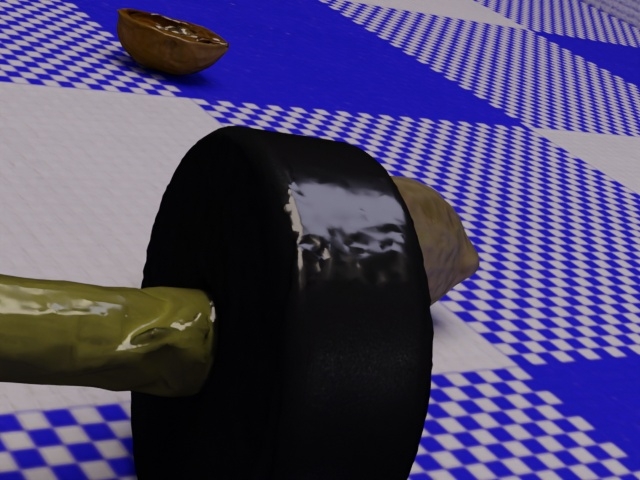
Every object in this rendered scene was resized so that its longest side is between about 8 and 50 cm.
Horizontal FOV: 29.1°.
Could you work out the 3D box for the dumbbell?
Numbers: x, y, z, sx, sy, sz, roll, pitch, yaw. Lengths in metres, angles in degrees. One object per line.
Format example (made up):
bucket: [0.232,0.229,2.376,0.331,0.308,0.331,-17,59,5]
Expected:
dumbbell: [-0.135,0.038,0.521,0.322,0.204,0.204,7,24,-26]

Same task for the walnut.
walnut: [-0.159,-0.201,1.284,0.121,0.052,0.091,17,20,-9]

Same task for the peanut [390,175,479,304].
peanut: [0.000,0.000,0.845,0.256,0.123,0.123,1,27,-42]
